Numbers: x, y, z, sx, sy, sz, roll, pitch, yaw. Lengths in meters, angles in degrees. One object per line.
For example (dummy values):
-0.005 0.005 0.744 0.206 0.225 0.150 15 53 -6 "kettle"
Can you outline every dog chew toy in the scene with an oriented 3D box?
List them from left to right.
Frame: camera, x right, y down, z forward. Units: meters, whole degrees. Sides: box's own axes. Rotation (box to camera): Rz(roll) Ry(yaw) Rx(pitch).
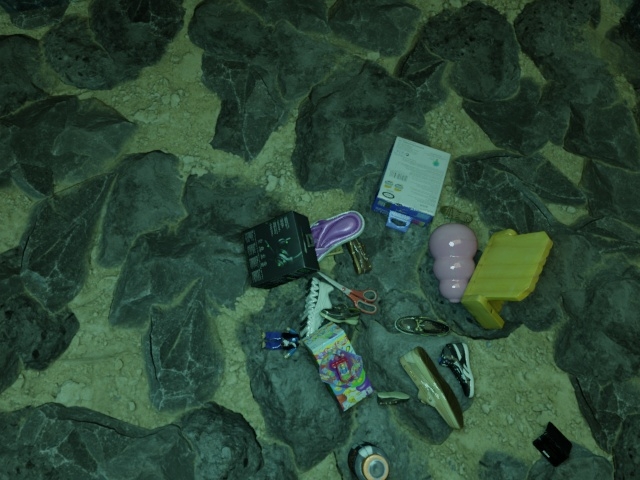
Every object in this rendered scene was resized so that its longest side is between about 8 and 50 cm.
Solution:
0.568 0.098 1.924 0.206 0.206 0.332 2 79 -4 "dog chew toy"

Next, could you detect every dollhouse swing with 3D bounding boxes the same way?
0.787 0.163 1.789 0.315 0.305 0.347 44 68 -30 "dollhouse swing"

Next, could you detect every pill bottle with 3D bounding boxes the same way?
0.176 0.801 1.615 0.130 0.246 0.131 2 70 -5 "pill bottle"

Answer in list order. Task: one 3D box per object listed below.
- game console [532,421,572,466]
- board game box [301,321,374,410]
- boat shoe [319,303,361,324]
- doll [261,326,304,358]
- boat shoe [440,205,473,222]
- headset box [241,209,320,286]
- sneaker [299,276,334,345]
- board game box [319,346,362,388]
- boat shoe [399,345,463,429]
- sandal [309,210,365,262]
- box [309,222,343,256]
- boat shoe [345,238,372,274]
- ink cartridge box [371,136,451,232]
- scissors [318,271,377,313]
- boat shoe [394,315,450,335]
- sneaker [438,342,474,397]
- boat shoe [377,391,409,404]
0.926 0.813 1.800 0.122 0.071 0.107 46 104 11 "game console"
0.065 0.474 1.716 0.144 0.142 0.275 -30 103 -13 "board game box"
0.083 0.288 1.811 0.080 0.223 0.074 28 96 44 "boat shoe"
-0.143 0.413 1.826 0.188 0.046 0.129 3 61 -10 "doll"
0.624 -0.116 2.081 0.152 0.048 0.056 17 83 8 "boat shoe"
-0.157 0.039 1.838 0.283 0.131 0.247 -22 70 23 "headset box"
-0.011 0.296 1.842 0.118 0.110 0.292 18 61 -15 "sneaker"
0.080 0.467 1.627 0.168 0.033 0.133 25 87 -18 "board game box"
0.442 0.594 1.792 0.110 0.121 0.341 -37 71 23 "boat shoe"
-0.008 -0.012 1.909 0.416 0.102 0.169 -33 71 -2 "sandal"
-0.015 0.000 1.992 0.201 0.021 0.165 -12 73 -9 "box"
0.162 0.046 1.968 0.073 0.073 0.207 -17 80 -12 "boat shoe"
0.400 -0.239 2.042 0.269 0.151 0.396 19 69 2 "ink cartridge box"
0.110 0.223 1.900 0.297 0.021 0.109 21 70 -10 "scissors"
0.427 0.355 1.883 0.227 0.069 0.081 7 70 -3 "boat shoe"
0.546 0.529 1.836 0.121 0.079 0.217 -1 63 -2 "sneaker"
0.289 0.629 1.793 0.132 0.049 0.042 3 99 -11 "boat shoe"
